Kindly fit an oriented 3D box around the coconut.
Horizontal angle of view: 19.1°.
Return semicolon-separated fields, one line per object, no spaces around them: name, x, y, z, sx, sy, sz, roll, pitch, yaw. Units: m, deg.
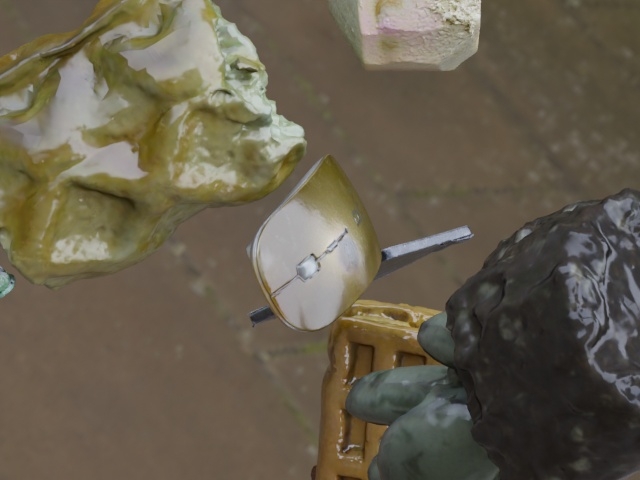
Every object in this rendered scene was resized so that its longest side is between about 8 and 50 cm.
coconut;0.067;-0.194;1.518;0.122;0.116;0.116;1;33;4

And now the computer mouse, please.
computer mouse;0.002;-0.001;1.507;0.102;0.045;0.199;62;27;-12

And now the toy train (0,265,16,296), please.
toy train;-0.420;0.052;2.160;0.111;0.170;0.071;-45;120;-26

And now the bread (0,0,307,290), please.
bread;-0.160;-0.085;1.463;0.238;0.252;0.196;54;-2;25

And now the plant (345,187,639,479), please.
plant;0.114;0.077;1.036;0.149;0.274;0.146;-21;76;-33

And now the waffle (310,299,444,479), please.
waffle;0.100;0.225;1.665;0.224;0.327;0.098;10;12;17

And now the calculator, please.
calculator;0.046;0.042;2.251;0.161;0.262;0.021;-15;81;-47
